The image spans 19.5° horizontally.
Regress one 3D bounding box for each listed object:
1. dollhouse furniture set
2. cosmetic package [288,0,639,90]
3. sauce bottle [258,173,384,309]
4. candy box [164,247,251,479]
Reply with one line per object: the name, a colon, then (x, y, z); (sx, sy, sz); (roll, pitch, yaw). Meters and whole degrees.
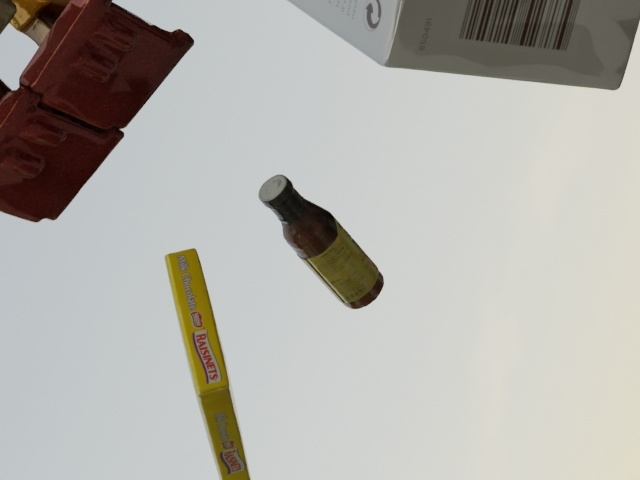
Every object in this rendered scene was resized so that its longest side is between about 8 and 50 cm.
dollhouse furniture set: (-0.259, -0.151, 1.043); (0.152, 0.201, 0.374); (-52, -24, 7)
cosmetic package: (0.065, -0.281, 1.590); (0.230, 0.453, 0.161); (3, -69, -29)
sauce bottle: (0.000, 0.000, 1.393); (0.128, 0.042, 0.042); (50, -131, -37)
candy box: (-0.077, 0.095, 1.302); (0.206, 0.027, 0.105); (85, 168, -65)
